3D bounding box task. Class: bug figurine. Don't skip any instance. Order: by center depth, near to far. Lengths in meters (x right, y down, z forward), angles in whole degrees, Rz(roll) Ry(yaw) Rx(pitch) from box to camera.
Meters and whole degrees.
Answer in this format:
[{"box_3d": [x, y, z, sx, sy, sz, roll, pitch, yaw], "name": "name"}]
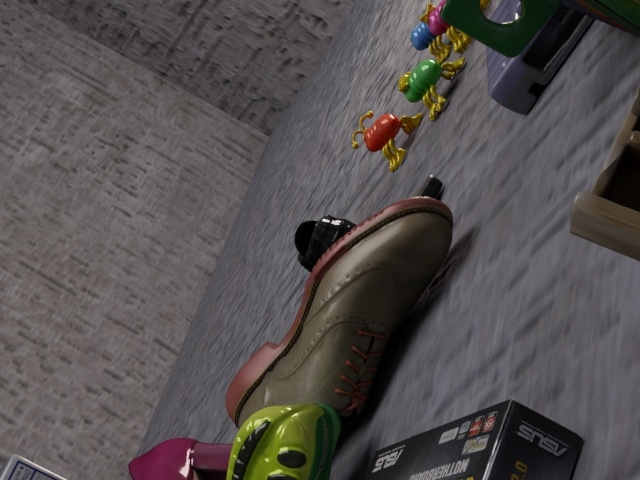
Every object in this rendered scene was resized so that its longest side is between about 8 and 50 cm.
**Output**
[{"box_3d": [0.142, -0.244, 1.725, 0.279, 0.072, 0.216, -65, 10, -25], "name": "bug figurine"}]

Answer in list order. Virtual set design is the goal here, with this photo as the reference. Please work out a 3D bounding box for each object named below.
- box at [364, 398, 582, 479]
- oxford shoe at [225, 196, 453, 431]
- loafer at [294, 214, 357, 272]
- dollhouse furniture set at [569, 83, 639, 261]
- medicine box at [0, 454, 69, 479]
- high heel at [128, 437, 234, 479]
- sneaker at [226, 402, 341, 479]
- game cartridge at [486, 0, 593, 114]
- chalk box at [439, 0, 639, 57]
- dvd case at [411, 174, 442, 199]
[{"box_3d": [0.068, 0.215, 0.814, 0.183, 0.056, 0.231, -65, 9, -23], "name": "box"}, {"box_3d": [0.035, 0.110, 1.244, 0.348, 0.123, 0.130, -55, 38, 27], "name": "oxford shoe"}, {"box_3d": [0.000, 0.000, 1.753, 0.076, 0.078, 0.223, -63, 9, -12], "name": "loafer"}, {"box_3d": [0.200, -0.094, 0.561, 0.161, 0.212, 0.242, -62, -17, -15], "name": "dollhouse furniture set"}, {"box_3d": [-0.309, 0.447, 1.460, 0.149, 0.289, 0.263, -47, 17, 53], "name": "medicine box"}, {"box_3d": [-0.188, 0.349, 1.376, 0.181, 0.127, 0.377, -10, 17, 18], "name": "high heel"}, {"box_3d": [-0.047, 0.282, 1.183, 0.123, 0.109, 0.295, -13, -47, -51], "name": "sneaker"}, {"box_3d": [0.278, -0.319, 1.248, 0.355, 0.068, 0.230, -57, 14, 27], "name": "game cartridge"}, {"box_3d": [0.209, -0.289, 1.011, 0.289, 0.180, 0.179, -62, 30, 9], "name": "chalk box"}, {"box_3d": [0.046, 0.050, 1.438, 0.253, 0.022, 0.180, -53, 3, 46], "name": "dvd case"}]
